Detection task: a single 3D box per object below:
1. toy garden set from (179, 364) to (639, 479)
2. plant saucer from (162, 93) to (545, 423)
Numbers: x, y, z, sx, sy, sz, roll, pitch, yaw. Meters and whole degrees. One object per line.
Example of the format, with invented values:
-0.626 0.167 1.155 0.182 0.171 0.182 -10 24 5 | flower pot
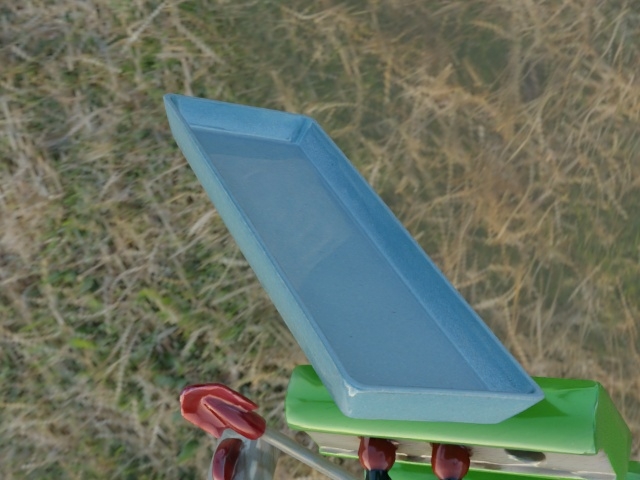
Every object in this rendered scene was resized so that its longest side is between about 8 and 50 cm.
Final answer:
0.041 0.124 0.491 0.203 0.244 0.049 0 60 29 | toy garden set
0.000 0.000 0.410 0.067 0.192 0.018 7 118 -28 | plant saucer
